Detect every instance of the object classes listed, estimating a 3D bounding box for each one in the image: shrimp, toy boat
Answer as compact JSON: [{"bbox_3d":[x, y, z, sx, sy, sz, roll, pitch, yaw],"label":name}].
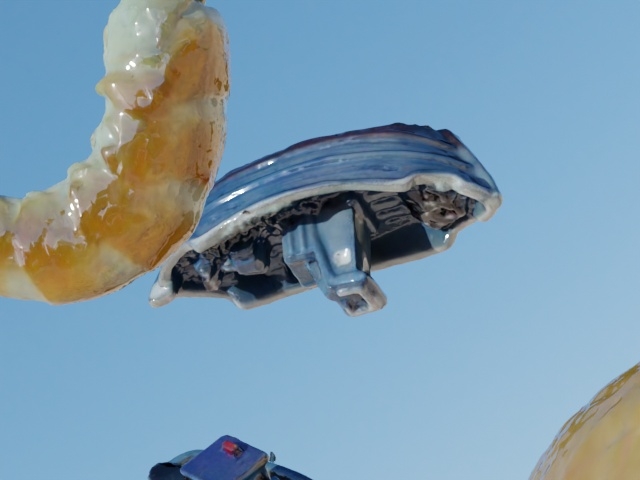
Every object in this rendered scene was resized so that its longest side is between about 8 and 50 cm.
[{"bbox_3d":[-0.122,-0.054,0.859,0.166,0.161,0.049,10,-2,14],"label":"shrimp"},{"bbox_3d":[0.000,0.000,1.579,0.309,0.142,0.129,-16,-40,18],"label":"toy boat"},{"bbox_3d":[-0.046,0.192,1.431,0.100,0.097,0.223,-35,29,-29],"label":"toy boat"}]

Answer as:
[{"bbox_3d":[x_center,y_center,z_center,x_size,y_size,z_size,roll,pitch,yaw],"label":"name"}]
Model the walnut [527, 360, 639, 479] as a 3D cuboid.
[{"bbox_3d":[0.222,0.190,0.918,0.333,0.333,0.333,-29,-16,-9],"label":"walnut"}]
